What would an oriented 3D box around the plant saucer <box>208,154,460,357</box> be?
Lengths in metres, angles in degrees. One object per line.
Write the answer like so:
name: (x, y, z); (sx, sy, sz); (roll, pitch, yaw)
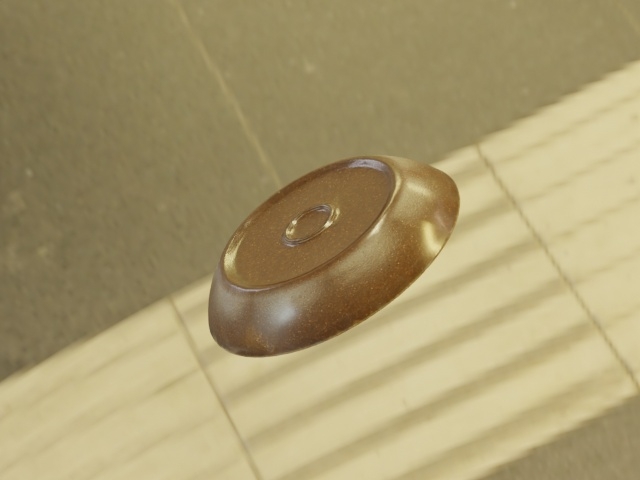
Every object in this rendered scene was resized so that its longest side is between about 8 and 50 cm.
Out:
plant saucer: (0.000, 0.000, 1.371); (0.198, 0.036, 0.199); (-26, 28, 15)
